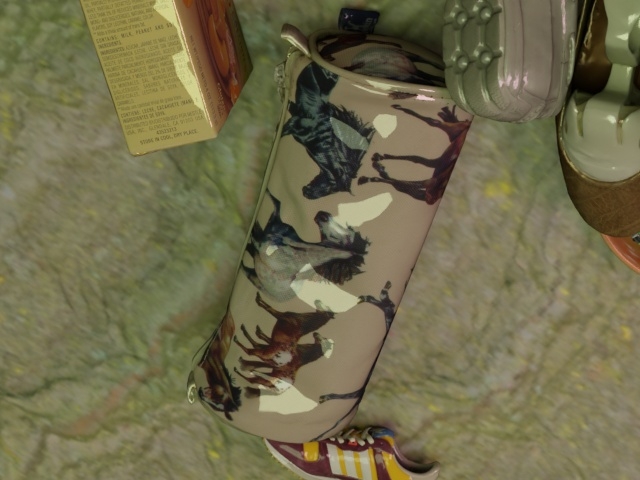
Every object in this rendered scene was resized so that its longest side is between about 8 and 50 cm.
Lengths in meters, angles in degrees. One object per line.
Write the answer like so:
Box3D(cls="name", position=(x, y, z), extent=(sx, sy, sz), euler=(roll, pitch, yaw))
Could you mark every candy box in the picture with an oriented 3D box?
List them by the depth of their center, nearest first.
Box3D(cls="candy box", position=(-0.152, -0.254, 1.412), extent=(0.087, 0.183, 0.316), euler=(-12, 112, 13))

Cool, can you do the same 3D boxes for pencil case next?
Box3D(cls="pencil case", position=(0.000, 0.000, 1.519), extent=(0.183, 0.160, 0.410), euler=(21, 116, 4))

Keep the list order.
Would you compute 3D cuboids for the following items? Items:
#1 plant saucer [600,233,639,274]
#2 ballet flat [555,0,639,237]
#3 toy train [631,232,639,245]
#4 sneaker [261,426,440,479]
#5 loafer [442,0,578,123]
Box3D(cls="plant saucer", position=(0.347, -0.051, 1.511), extent=(0.200, 0.037, 0.200), euler=(3, 114, 7))
Box3D(cls="ballet flat", position=(0.259, -0.158, 1.399), extent=(0.116, 0.124, 0.342), euler=(15, 109, 17))
Box3D(cls="toy train", position=(0.317, 0.015, 1.516), extent=(0.083, 0.017, 0.023), euler=(44, 124, -12))
Box3D(cls="sneaker", position=(0.031, 0.212, 1.670), extent=(0.185, 0.069, 0.084), euler=(29, 107, -12))
Box3D(cls="loafer", position=(0.167, -0.258, 1.381), extent=(0.112, 0.111, 0.319), euler=(7, 93, 50))
